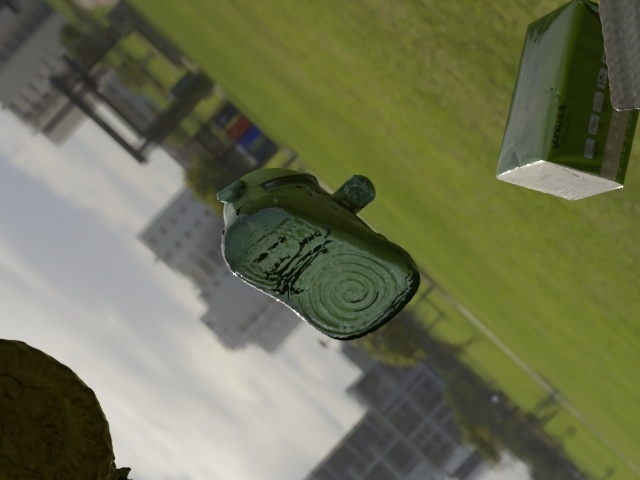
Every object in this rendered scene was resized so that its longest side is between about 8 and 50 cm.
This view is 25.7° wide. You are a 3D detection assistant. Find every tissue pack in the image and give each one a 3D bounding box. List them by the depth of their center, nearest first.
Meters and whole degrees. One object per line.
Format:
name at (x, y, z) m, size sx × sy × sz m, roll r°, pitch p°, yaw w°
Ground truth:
tissue pack at (0.411, -0.225, 2.274) m, size 0.167 × 0.274 × 0.200 m, roll 15°, pitch 171°, yaw -16°

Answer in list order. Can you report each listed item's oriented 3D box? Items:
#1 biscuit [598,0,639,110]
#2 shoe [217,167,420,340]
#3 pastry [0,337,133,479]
biscuit at (0.432, -0.250, 1.674) m, size 0.254 × 0.029 × 0.172 m, roll -1°, pitch 99°, yaw 60°
shoe at (0.003, 0.005, 1.498) m, size 0.262 × 0.140 × 0.128 m, roll 25°, pitch -138°, yaw -40°
pastry at (-0.323, 0.215, 1.439) m, size 0.235 × 0.132 × 0.240 m, roll 38°, pitch -140°, yaw 11°
